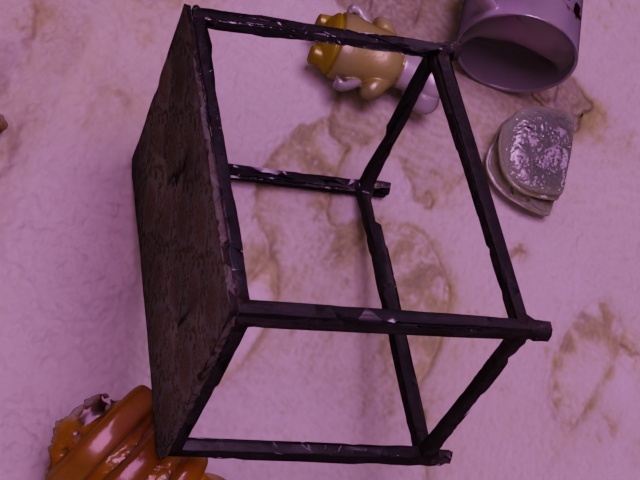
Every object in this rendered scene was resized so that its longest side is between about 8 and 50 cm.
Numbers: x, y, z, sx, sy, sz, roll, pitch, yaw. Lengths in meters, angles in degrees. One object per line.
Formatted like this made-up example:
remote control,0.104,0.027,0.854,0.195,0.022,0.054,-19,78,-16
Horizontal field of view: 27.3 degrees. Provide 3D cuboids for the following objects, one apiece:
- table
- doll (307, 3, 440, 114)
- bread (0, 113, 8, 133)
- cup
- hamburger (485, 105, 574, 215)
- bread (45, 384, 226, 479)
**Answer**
table,0.000,0.000,1.159,0.272,0.222,0.335,5,51,-20
doll,0.067,-0.190,1.409,0.162,0.062,0.106,18,66,-14
bread,-0.381,-0.194,1.156,0.135,0.178,0.240,-33,81,-29
cup,0.207,-0.268,1.458,0.173,0.134,0.142,23,60,-18
hamburger,0.225,-0.092,1.439,0.084,0.054,0.121,16,70,-18
bread,-0.151,0.205,1.133,0.177,0.084,0.119,47,59,-3
